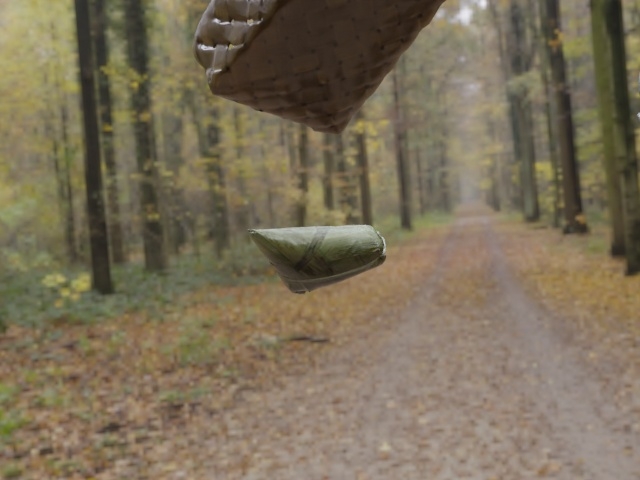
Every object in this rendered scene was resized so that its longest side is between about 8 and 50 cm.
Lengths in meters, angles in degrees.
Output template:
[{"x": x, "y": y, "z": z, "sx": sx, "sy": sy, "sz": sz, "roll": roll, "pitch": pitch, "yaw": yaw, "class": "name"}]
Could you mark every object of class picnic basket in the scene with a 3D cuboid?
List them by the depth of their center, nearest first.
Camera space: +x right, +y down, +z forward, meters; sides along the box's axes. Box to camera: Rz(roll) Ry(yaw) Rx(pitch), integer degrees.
[{"x": 0.018, "y": -0.140, "z": 0.598, "sx": 0.110, "sy": 0.055, "sz": 0.193, "roll": 16, "pitch": -53, "yaw": -34, "class": "picnic basket"}]

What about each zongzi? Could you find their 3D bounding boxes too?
[{"x": 0.000, "y": 0.000, "z": 1.015, "sx": 0.104, "sy": 0.052, "sz": 0.113, "roll": -23, "pitch": -34, "yaw": 7, "class": "zongzi"}]

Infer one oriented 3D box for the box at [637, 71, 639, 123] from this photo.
[{"x": 0.382, "y": -0.101, "z": 0.844, "sx": 0.243, "sy": 0.163, "sz": 0.135, "roll": -21, "pitch": -9, "yaw": 37, "class": "box"}]
